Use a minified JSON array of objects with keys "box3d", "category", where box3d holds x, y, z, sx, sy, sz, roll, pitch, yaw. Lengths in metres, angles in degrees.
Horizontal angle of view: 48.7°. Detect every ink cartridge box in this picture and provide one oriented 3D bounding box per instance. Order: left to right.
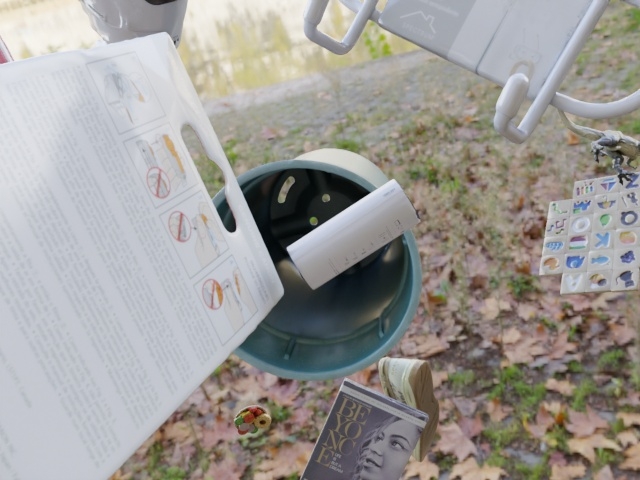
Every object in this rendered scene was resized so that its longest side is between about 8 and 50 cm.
[{"box3d":[-0.201,0.005,0.598,0.091,0.308,0.385,-16,15,29],"category":"ink cartridge box"}]

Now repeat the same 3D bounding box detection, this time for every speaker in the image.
[{"box3d":[0.034,-0.005,0.737,0.136,0.055,0.055,-33,26,3],"category":"speaker"}]

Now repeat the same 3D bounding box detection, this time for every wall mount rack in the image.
[{"box3d":[0.147,-0.261,0.585,0.350,0.304,0.130,33,12,25],"category":"wall mount rack"}]

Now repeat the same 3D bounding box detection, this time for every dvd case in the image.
[{"box3d":[0.077,0.379,1.284,0.164,0.221,0.018,24,13,5],"category":"dvd case"}]

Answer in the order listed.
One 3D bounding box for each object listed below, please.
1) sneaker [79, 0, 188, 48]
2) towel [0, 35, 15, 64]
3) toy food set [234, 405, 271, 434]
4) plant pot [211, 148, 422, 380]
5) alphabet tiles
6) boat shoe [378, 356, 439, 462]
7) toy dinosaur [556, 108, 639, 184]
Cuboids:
[{"box3d":[-0.378,-0.407,1.192,0.366,0.210,0.137,24,35,17],"category":"sneaker"},{"box3d":[-0.427,-0.145,0.808,0.197,0.144,0.029,-33,20,-31],"category":"towel"},{"box3d":[-0.162,0.421,1.651,0.082,0.083,0.020,-30,36,-2],"category":"toy food set"},{"box3d":[0.000,0.000,1.172,0.341,0.341,0.334,-9,17,12],"category":"plant pot"},{"box3d":[0.669,-0.020,1.667,0.285,0.011,0.342,-8,49,37],"category":"alphabet tiles"},{"box3d":[0.180,0.338,1.434,0.089,0.285,0.104,11,41,27],"category":"boat shoe"},{"box3d":[0.574,-0.184,1.394,0.268,0.064,0.118,22,49,-4],"category":"toy dinosaur"}]
